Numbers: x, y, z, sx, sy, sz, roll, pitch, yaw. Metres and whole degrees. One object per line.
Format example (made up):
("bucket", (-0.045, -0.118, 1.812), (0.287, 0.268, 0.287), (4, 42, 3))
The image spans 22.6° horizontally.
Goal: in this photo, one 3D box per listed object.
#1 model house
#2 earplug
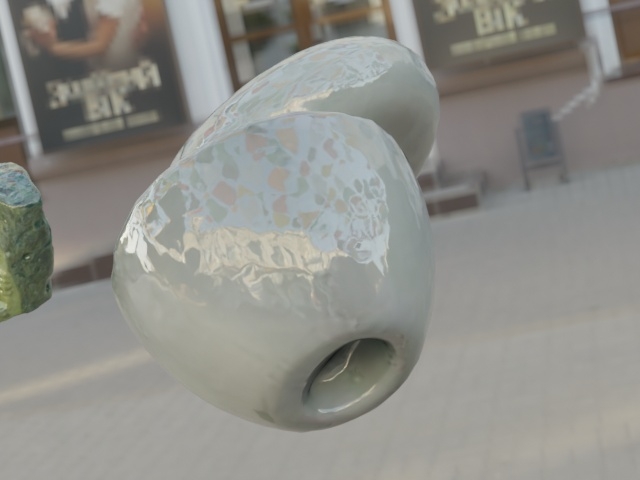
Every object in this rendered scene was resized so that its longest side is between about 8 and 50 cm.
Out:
("model house", (-0.202, -0.005, 0.980), (0.066, 0.083, 0.078), (-23, 44, -34))
("earplug", (-0.010, -0.008, 0.957), (0.214, 0.175, 0.325), (-48, 7, 21))
